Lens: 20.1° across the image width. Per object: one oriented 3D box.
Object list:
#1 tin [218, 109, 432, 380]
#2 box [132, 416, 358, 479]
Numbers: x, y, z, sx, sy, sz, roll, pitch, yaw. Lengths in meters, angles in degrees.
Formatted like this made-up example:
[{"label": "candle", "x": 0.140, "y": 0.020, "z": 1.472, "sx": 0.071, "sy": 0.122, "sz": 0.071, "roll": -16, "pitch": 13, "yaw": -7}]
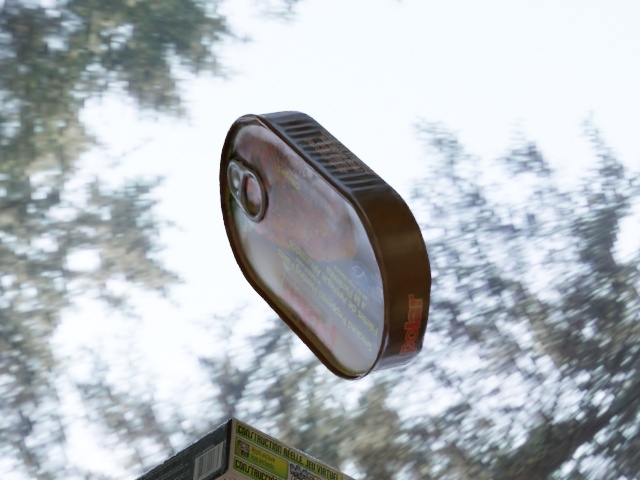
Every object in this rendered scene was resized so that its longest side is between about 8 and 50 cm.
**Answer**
[{"label": "tin", "x": 0.000, "y": 0.000, "z": 0.971, "sx": 0.190, "sy": 0.040, "sz": 0.106, "roll": 45, "pitch": -47, "yaw": 48}, {"label": "box", "x": -0.073, "y": 0.177, "z": 1.025, "sx": 0.207, "sy": 0.114, "sz": 0.036, "roll": -35, "pitch": -142, "yaw": 36}]
